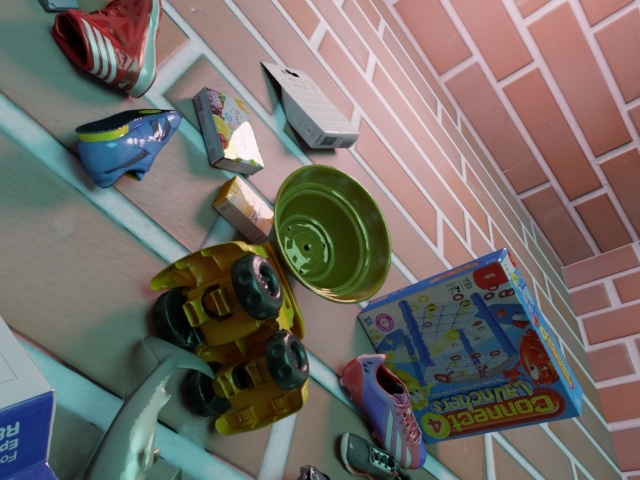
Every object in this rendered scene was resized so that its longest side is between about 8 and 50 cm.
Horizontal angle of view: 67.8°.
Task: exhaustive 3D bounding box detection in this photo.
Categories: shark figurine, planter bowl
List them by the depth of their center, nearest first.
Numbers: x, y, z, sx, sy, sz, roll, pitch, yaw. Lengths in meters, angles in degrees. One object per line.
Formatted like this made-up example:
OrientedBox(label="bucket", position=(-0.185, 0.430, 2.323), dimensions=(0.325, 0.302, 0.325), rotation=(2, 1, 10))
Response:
OrientedBox(label="shark figurine", position=(-0.197, 0.206, 0.437), dimensions=(0.166, 0.116, 0.278), rotation=(71, 21, -61))
OrientedBox(label="planter bowl", position=(0.000, 0.000, 0.730), dimensions=(0.217, 0.090, 0.217), rotation=(15, 64, -33))

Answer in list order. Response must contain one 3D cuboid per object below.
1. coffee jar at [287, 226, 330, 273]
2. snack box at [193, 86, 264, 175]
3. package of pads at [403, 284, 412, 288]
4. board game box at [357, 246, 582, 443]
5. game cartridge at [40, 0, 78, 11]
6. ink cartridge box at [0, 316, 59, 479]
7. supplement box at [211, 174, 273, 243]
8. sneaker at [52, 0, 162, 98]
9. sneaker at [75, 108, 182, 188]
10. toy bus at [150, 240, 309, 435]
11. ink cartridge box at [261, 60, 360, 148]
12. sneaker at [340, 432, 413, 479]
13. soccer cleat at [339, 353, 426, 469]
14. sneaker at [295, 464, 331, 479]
OrientedBox(label="coffee jar", position=(-0.020, -0.032, 0.868), dimensions=(0.079, 0.096, 0.184), rotation=(30, 43, -30))
OrientedBox(label="snack box", position=(-0.160, -0.190, 0.838), dimensions=(0.100, 0.037, 0.141), rotation=(5, 63, -55))
OrientedBox(label="package of pads", position=(0.215, 0.150, 1.133), dimensions=(0.050, 0.032, 0.083), rotation=(52, 33, -19))
OrientedBox(label="board game box", position=(0.275, 0.212, 0.913), dimensions=(0.301, 0.308, 0.086), rotation=(62, 33, -1))
OrientedBox(label="game cartridge", position=(-0.382, -0.360, 0.667), dimensions=(0.083, 0.017, 0.056), rotation=(58, 35, -8))
OrientedBox(label="ink cartridge box", position=(-0.326, 0.095, 0.221), dimensions=(0.330, 0.071, 0.324), rotation=(39, 24, 21))
OrientedBox(label="supplement box", position=(-0.124, -0.051, 0.787), dimensions=(0.098, 0.036, 0.062), rotation=(45, 36, -27))
OrientedBox(label="sneaker", position=(-0.305, -0.324, 0.685), dimensions=(0.128, 0.087, 0.221), rotation=(18, 52, -51))
OrientedBox(label="sneaker", position=(-0.252, -0.132, 0.653), dimensions=(0.209, 0.069, 0.082), rotation=(-66, 156, -62))
OrientedBox(label="toy bus", position=(-0.090, 0.111, 0.640), dimensions=(0.220, 0.150, 0.211), rotation=(66, 16, 2))
OrientedBox(label="ink cartridge box", position=(-0.030, -0.316, 1.131), dimensions=(0.232, 0.066, 0.189), rotation=(47, 29, 15))
OrientedBox(label="sneaker", position=(0.096, 0.357, 0.773), dimensions=(0.158, 0.065, 0.061), rotation=(46, 35, -26))
OrientedBox(label="soccer cleat", position=(0.131, 0.304, 0.836), dimensions=(0.248, 0.095, 0.083), rotation=(56, 32, -10))
OrientedBox(label="sneaker", position=(0.026, 0.370, 0.566), dimensions=(0.163, 0.086, 0.226), rotation=(49, -11, -22))
